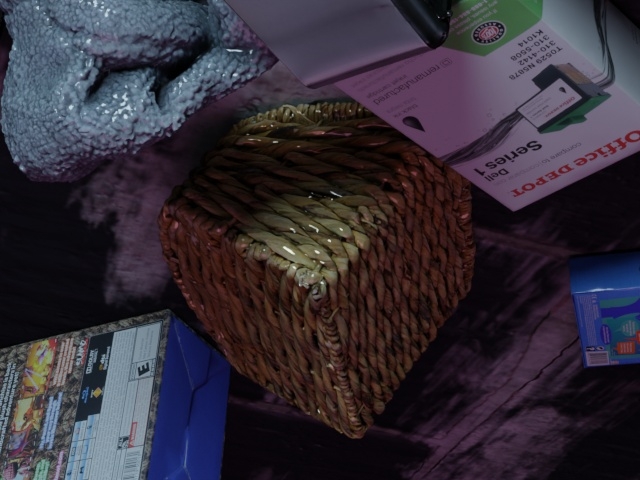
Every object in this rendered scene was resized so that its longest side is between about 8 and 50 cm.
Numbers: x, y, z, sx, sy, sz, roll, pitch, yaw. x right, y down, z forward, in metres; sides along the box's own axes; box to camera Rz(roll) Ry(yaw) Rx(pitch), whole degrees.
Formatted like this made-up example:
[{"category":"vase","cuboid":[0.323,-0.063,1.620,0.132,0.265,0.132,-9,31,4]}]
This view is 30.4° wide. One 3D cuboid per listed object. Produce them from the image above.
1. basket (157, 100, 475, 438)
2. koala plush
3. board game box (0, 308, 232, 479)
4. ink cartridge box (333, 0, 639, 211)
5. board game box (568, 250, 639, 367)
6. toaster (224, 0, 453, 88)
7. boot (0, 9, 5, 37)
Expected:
[{"category":"basket","cuboid":[0.000,0.000,1.105,0.213,0.223,0.299,27,155,26]},{"category":"koala plush","cuboid":[-0.166,-0.175,0.791,0.196,0.203,0.221,6,131,57]},{"category":"board game box","cuboid":[-0.268,0.236,1.350,0.291,0.232,0.141,-14,142,25]},{"category":"ink cartridge box","cuboid":[0.141,-0.131,0.899,0.219,0.092,0.160,31,138,-33]},{"category":"board game box","cuboid":[0.368,0.067,1.207,0.210,0.047,0.160,-5,145,14]},{"category":"toaster","cuboid":[0.011,-0.206,0.741,0.110,0.168,0.185,-16,140,31]},{"category":"boot","cuboid":[-0.288,-0.190,0.901,0.099,0.045,0.121,22,140,-15]}]
